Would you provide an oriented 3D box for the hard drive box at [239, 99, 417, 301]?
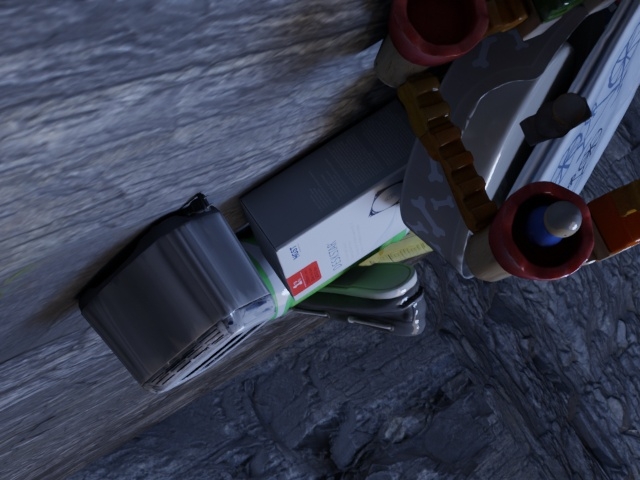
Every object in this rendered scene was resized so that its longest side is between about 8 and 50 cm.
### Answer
[{"bbox_3d":[0.029,-0.047,1.374,0.232,0.089,0.181,-33,158,-6],"label":"hard drive box"}]

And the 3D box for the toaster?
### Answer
[{"bbox_3d":[-0.151,0.065,1.214,0.227,0.146,0.129,-40,172,29],"label":"toaster"}]

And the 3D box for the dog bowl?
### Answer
[{"bbox_3d":[0.212,-0.131,1.297,0.349,0.102,0.349,-51,159,-29],"label":"dog bowl"}]

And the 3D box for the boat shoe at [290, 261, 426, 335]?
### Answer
[{"bbox_3d":[0.016,0.084,1.643,0.335,0.096,0.112,6,-146,43],"label":"boat shoe"}]

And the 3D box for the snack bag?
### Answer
[{"bbox_3d":[0.336,-0.139,1.398,0.323,0.037,0.342,-62,162,4],"label":"snack bag"}]

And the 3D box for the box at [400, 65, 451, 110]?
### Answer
[{"bbox_3d":[0.147,-0.181,1.480,0.164,0.021,0.201,-36,173,3],"label":"box"}]

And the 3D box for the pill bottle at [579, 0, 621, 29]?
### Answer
[{"bbox_3d":[0.391,-0.294,1.521,0.108,0.108,0.180,-27,170,-47],"label":"pill bottle"}]

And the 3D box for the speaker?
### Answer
[{"bbox_3d":[0.000,0.000,1.560,0.296,0.131,0.131,-31,172,-27],"label":"speaker"}]

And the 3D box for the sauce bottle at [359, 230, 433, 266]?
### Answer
[{"bbox_3d":[0.187,-0.039,1.863,0.344,0.111,0.111,-20,177,15],"label":"sauce bottle"}]

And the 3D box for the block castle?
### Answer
[{"bbox_3d":[0.304,-0.162,1.011,0.453,0.303,0.213,-23,176,-14],"label":"block castle"}]
